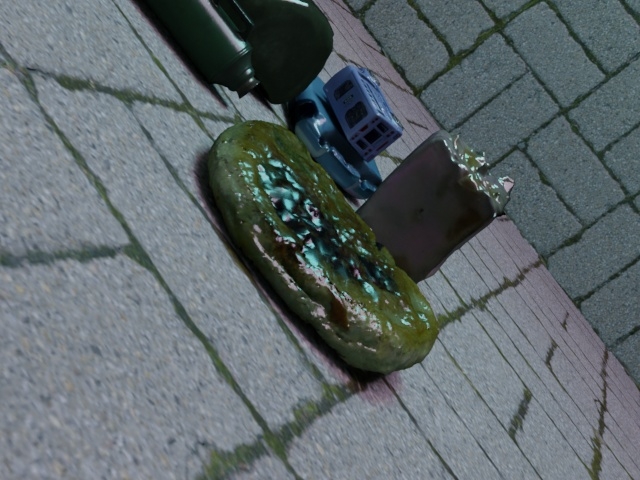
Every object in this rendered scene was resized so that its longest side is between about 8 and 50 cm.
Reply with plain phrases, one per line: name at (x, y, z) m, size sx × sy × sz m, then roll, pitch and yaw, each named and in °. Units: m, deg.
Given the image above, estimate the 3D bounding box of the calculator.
calculator at (0.012, -0.168, 1.537) m, size 0.173 × 0.051 × 0.293 m, roll 43°, pitch 16°, yaw -26°

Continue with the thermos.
thermos at (-0.136, -0.251, 1.208) m, size 0.188 × 0.083 × 0.073 m, roll 52°, pitch -9°, yaw -7°

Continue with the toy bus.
toy bus at (0.054, -0.191, 1.466) m, size 0.076 × 0.073 × 0.167 m, roll 37°, pitch 21°, yaw -40°

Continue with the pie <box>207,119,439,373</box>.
pie at (0.000, 0.000, 1.039) m, size 0.323 × 0.070 × 0.323 m, roll 46°, pitch 16°, yaw -17°

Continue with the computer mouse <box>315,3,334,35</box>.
computer mouse at (-0.022, -0.463, 2.163) m, size 0.120 × 0.057 × 0.232 m, roll 50°, pitch 13°, yaw -6°

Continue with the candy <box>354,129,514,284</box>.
candy at (0.145, -0.039, 1.371) m, size 0.137 × 0.195 × 0.185 m, roll 49°, pitch 18°, yaw 7°

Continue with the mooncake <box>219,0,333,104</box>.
mooncake at (-0.074, -0.264, 1.371) m, size 0.104 × 0.168 × 0.175 m, roll 50°, pitch -23°, yaw 40°
